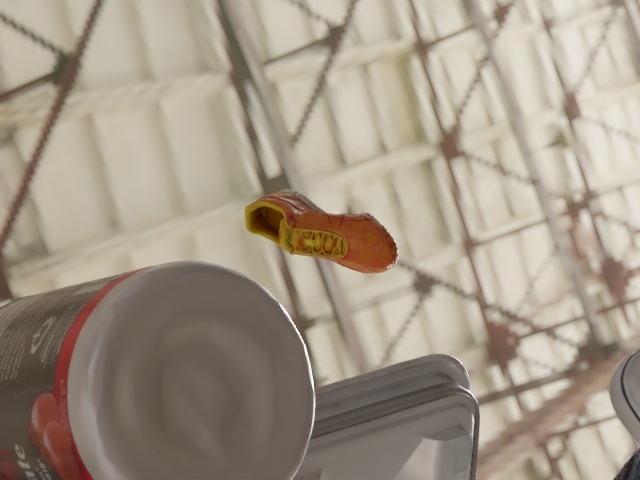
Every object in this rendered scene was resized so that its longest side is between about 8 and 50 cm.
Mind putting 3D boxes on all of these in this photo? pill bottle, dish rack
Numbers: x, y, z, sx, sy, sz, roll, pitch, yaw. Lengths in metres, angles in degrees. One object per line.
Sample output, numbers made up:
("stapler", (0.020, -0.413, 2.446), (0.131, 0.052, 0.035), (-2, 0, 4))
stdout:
("pill bottle", (-0.159, 0.118, 1.372), (0.176, 0.318, 0.176), (6, -101, -33))
("dish rack", (0.029, 0.282, 1.747), (0.285, 0.072, 0.333), (-14, -59, -32))

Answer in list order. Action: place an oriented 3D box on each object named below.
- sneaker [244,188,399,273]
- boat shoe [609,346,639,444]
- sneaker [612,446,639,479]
("sneaker", (0.000, 0.000, 1.898), (0.067, 0.175, 0.064), (-27, -57, -43))
("boat shoe", (0.336, 0.154, 1.428), (0.267, 0.088, 0.096), (36, -111, 10))
("sneaker", (0.272, 0.266, 1.757), (0.083, 0.087, 0.221), (41, -109, -1))
